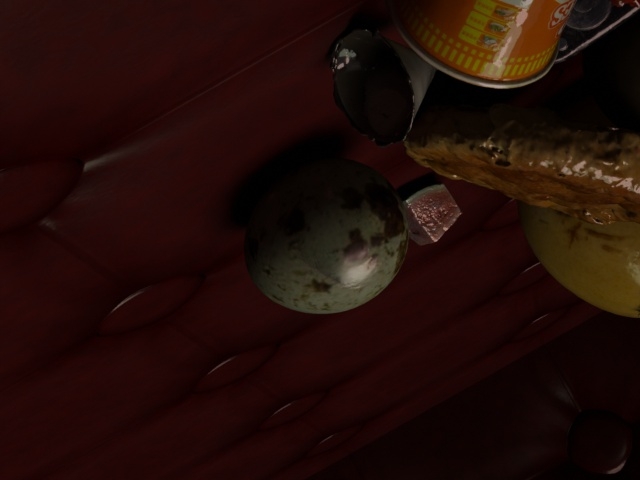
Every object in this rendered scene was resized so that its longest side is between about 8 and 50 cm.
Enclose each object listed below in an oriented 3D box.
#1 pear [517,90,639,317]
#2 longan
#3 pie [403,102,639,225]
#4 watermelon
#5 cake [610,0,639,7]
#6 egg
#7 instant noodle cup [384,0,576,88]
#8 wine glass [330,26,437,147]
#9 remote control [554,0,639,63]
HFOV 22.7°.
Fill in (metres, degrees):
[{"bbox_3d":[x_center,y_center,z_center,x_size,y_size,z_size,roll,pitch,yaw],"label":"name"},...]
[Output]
[{"bbox_3d":[0.409,-0.056,2.061,0.309,0.309,0.309,-27,164,-8],"label":"pear"},{"bbox_3d":[0.399,-0.204,1.708,0.248,0.248,0.248,-27,164,-8],"label":"longan"},{"bbox_3d":[0.251,-0.086,1.766,0.339,0.083,0.339,15,176,1],"label":"pie"},{"bbox_3d":[0.136,-0.039,2.046,0.084,0.072,0.092,-51,155,11],"label":"watermelon"},{"bbox_3d":[0.320,-0.327,1.343,0.177,0.151,0.283,-16,155,-27],"label":"cake"},{"bbox_3d":[0.000,0.000,1.761,0.169,0.169,0.231,-17,171,-36],"label":"egg"},{"bbox_3d":[0.161,-0.249,1.336,0.168,0.168,0.185,-19,153,-32],"label":"instant noodle cup"},{"bbox_3d":[0.114,-0.172,1.536,0.183,0.122,0.122,-24,164,-32],"label":"wine glass"},{"bbox_3d":[0.306,-0.275,1.603,0.266,0.090,0.066,-34,-168,16],"label":"remote control"}]
